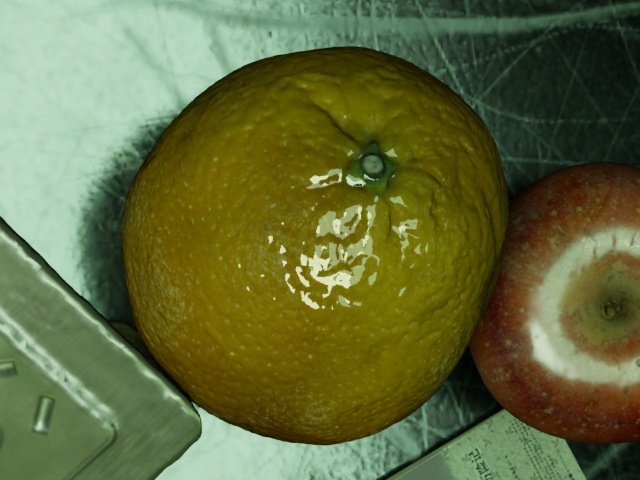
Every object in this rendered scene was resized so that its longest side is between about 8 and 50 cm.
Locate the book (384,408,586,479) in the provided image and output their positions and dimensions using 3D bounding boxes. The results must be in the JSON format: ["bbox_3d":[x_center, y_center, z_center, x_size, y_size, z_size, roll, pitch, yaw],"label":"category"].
[{"bbox_3d":[0.112,0.204,1.217,0.181,0.014,0.127,-29,97,-14],"label":"book"}]

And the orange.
[{"bbox_3d":[0.000,0.000,1.062,0.264,0.264,0.264,0,89,-15],"label":"orange"}]

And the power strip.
[{"bbox_3d":[-0.242,0.099,1.075,0.257,0.092,0.251,-41,107,17],"label":"power strip"}]

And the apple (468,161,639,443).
[{"bbox_3d":[0.196,0.047,1.173,0.201,0.162,0.201,0,85,-4],"label":"apple"}]

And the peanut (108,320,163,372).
[{"bbox_3d":[-0.153,0.072,1.133,0.113,0.054,0.054,37,80,-9],"label":"peanut"}]
